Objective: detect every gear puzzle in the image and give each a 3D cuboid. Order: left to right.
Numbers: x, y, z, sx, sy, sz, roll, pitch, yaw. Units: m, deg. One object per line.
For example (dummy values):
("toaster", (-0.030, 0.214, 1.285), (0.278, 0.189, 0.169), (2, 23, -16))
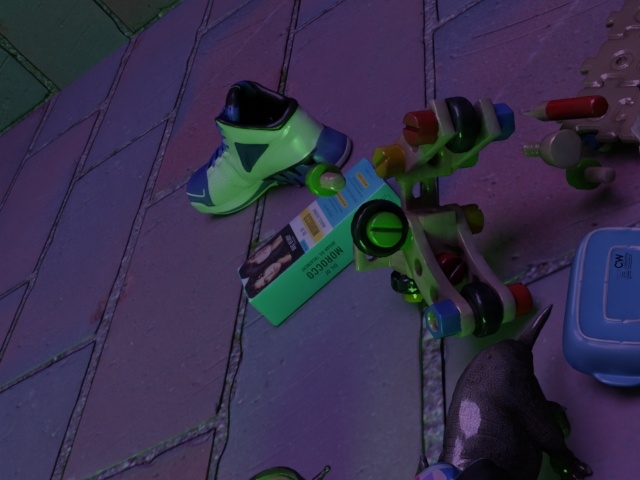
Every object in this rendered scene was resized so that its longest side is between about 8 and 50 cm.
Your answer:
("gear puzzle", (0.410, -0.232, 1.152), (0.175, 0.044, 0.339), (7, 58, 46))

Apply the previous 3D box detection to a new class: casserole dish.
("casserole dish", (0.286, 0.050, 0.917), (0.114, 0.037, 0.188), (1, 47, 21))

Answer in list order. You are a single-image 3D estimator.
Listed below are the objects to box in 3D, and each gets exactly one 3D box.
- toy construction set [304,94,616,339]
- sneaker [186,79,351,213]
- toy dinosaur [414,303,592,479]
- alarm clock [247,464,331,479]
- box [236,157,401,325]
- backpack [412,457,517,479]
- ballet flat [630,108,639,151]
("toy construction set", (0.150, -0.054, 1.101), (0.309, 0.257, 0.237), (-35, 14, -11))
("sneaker", (-0.118, -0.165, 1.587), (0.315, 0.182, 0.127), (-16, 39, 41))
("toy dinosaur", (0.157, 0.171, 0.843), (0.121, 0.160, 0.313), (3, 55, 52))
("alarm clock", (-0.064, 0.314, 1.035), (0.192, 0.064, 0.129), (-24, 35, 28))
("box", (0.000, 0.000, 1.354), (0.244, 0.060, 0.100), (-41, 29, 6))
("backpack", (0.122, 0.288, 0.648), (0.225, 0.253, 0.191), (-51, 26, -5))
("ballet flat", (0.362, -0.070, 0.991), (0.052, 0.057, 0.168), (120, 147, -45))
